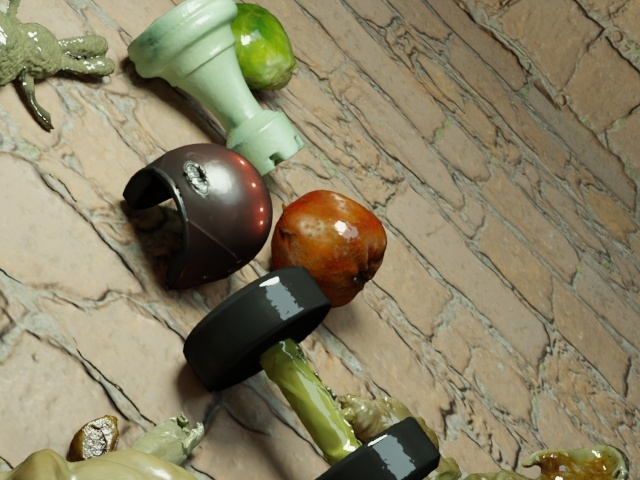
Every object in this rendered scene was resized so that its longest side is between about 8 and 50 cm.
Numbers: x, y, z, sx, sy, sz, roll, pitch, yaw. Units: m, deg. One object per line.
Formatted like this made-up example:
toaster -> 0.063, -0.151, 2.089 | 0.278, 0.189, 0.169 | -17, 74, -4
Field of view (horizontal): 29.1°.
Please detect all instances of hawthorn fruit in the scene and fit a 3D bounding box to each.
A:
hawthorn fruit -> 0.000, 0.000, 1.921 | 0.200, 0.179, 0.179 | 45, 26, 23

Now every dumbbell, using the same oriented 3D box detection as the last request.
dumbbell -> -0.013, 0.212, 1.597 | 0.322, 0.204, 0.203 | 54, 29, 12

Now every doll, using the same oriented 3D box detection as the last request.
doll -> -0.412, -0.282, 1.787 | 0.286, 0.091, 0.203 | -52, 132, -51

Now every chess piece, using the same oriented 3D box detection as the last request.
chess piece -> -0.157, -0.242, 2.008 | 0.299, 0.194, 0.194 | 55, 28, -6

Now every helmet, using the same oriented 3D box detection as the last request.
helmet -> -0.165, -0.041, 1.746 | 0.189, 0.193, 0.216 | 59, 1, 22

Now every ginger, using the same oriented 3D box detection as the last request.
ginger -> 0.115, 0.295, 1.811 | 0.213, 0.074, 0.137 | 45, 28, 7

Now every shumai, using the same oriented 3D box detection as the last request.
shumai -> 0.363, 0.433, 1.783 | 0.267, 0.262, 0.314 | -11, 64, -57

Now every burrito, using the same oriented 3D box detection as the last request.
burrito -> -0.196, 0.255, 1.455 | 0.058, 0.045, 0.188 | 43, 30, 6

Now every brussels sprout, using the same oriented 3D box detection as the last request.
brussels sprout -> -0.124, -0.345, 2.206 | 0.161, 0.144, 0.180 | 38, 0, 24

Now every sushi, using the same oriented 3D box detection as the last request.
sushi -> -0.258, 0.233, 1.401 | 0.050, 0.047, 0.099 | 32, 47, -5

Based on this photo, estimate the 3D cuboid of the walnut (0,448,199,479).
walnut -> -0.210, 0.354, 1.029 | 0.381, 0.381, 0.381 | 34, 31, -24
